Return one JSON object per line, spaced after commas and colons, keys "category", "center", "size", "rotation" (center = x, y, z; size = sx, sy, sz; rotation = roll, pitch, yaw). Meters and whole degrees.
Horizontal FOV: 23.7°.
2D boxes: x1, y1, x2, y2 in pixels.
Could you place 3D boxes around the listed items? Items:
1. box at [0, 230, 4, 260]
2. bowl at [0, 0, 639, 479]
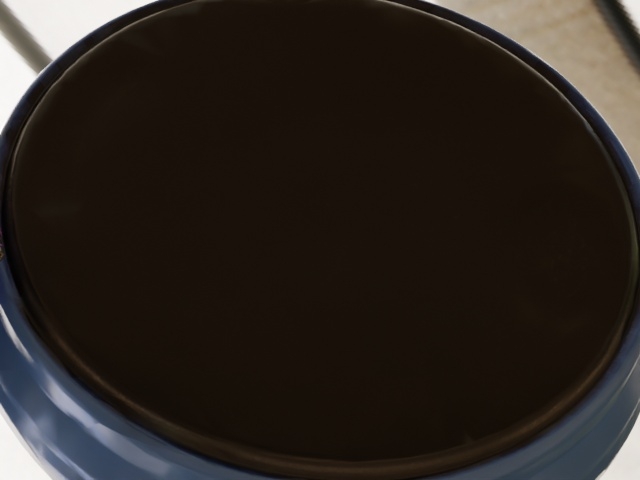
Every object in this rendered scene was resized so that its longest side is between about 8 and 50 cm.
{"category": "box", "center": [-0.312, -0.030, 0.746], "size": [0.270, 0.165, 0.143], "rotation": [26, -68, -30]}
{"category": "bowl", "center": [0.000, 0.000, 0.843], "size": [0.391, 0.391, 0.077], "rotation": [-29, -30, -28]}
